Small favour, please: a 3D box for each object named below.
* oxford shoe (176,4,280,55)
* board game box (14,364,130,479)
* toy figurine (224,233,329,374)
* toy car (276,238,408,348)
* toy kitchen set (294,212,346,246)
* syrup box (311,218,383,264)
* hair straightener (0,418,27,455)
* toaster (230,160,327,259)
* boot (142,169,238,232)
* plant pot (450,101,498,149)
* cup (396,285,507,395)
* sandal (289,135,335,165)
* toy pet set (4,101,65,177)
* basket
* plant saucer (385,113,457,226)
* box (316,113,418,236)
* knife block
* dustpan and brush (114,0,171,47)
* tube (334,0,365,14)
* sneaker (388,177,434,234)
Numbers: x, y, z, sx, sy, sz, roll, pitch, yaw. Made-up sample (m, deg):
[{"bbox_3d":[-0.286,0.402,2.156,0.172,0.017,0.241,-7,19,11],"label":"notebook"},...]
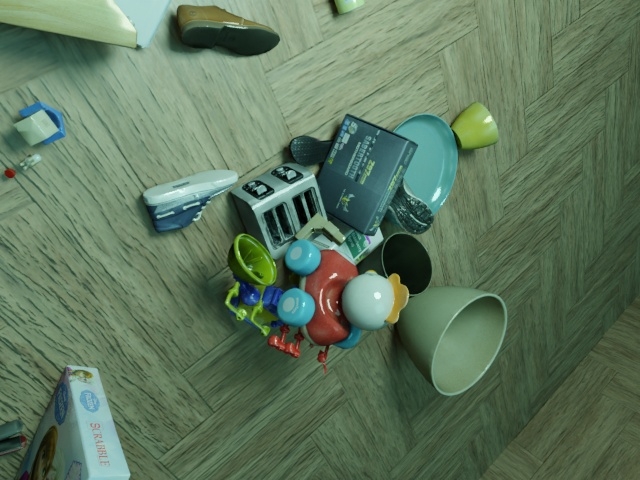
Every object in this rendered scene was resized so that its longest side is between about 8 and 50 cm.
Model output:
[{"bbox_3d":[-0.167,-0.404,0.836,0.212,0.076,0.076,-10,74,-44],"label":"oxford shoe"},{"bbox_3d":[-0.466,0.445,0.789,0.066,0.319,0.317,24,92,-39],"label":"board game box"},{"bbox_3d":[-0.145,0.154,0.978,0.362,0.217,0.191,43,47,-41],"label":"toy figurine"},{"bbox_3d":[0.076,0.106,0.907,0.219,0.238,0.210,37,51,-45],"label":"toy car"},{"bbox_3d":[0.000,0.000,0.974,0.075,0.083,0.068,-46,170,-12],"label":"toy kitchen set"},{"bbox_3d":[0.040,0.020,1.120,0.237,0.096,0.093,-40,124,-21],"label":"syrup box"},{"bbox_3d":[-0.668,0.367,0.795,0.231,0.047,0.089,-6,111,-30],"label":"hair straightener"},{"bbox_3d":[-0.089,-0.061,0.997,0.168,0.110,0.185,-30,123,-22],"label":"toaster"},{"bbox_3d":[-0.256,-0.082,0.903,0.190,0.069,0.086,-18,125,-20],"label":"boot"},{"bbox_3d":[0.429,-0.314,1.274,0.095,0.134,0.134,-30,126,2],"label":"plant pot"},{"bbox_3d":[0.377,0.274,1.385,0.331,0.237,0.330,-14,115,-32],"label":"cup"},{"bbox_3d":[-0.014,-0.213,1.043,0.179,0.040,0.067,-11,120,-48],"label":"sandal"},{"bbox_3d":[-0.483,-0.181,0.711,0.114,0.065,0.122,-19,122,11],"label":"toy pet set"},{"bbox_3d":[0.149,0.108,1.147,0.154,0.227,0.204,48,42,-1],"label":"basket"},{"bbox_3d":[0.261,-0.194,1.242,0.318,0.044,0.317,-14,116,-32],"label":"plant saucer"},{"bbox_3d":[0.092,-0.151,1.022,0.059,0.183,0.232,3,116,-55],"label":"box"},{"bbox_3d":[-0.439,-0.336,0.623,0.242,0.088,0.275,-38,120,-2],"label":"knife block"},{"bbox_3d":[-0.350,-0.429,0.704,0.211,0.060,0.147,20,108,-46],"label":"dustpan and brush"},{"bbox_3d":[0.027,-0.598,0.908,0.070,0.062,0.240,-69,141,-52],"label":"tube"},{"bbox_3d":[0.177,-0.130,1.127,0.100,0.108,0.271,-38,112,4],"label":"sneaker"}]
